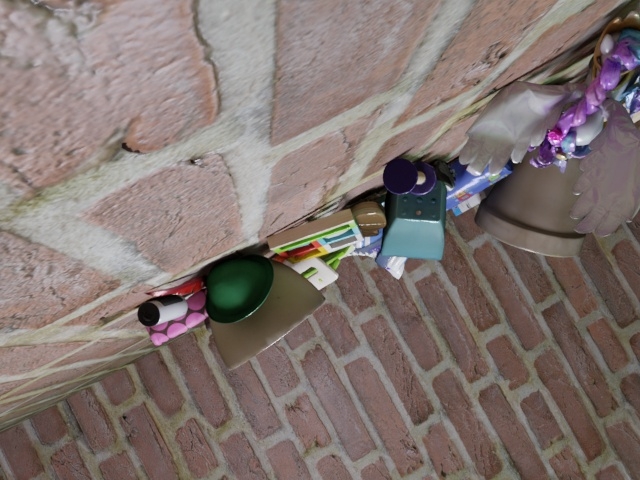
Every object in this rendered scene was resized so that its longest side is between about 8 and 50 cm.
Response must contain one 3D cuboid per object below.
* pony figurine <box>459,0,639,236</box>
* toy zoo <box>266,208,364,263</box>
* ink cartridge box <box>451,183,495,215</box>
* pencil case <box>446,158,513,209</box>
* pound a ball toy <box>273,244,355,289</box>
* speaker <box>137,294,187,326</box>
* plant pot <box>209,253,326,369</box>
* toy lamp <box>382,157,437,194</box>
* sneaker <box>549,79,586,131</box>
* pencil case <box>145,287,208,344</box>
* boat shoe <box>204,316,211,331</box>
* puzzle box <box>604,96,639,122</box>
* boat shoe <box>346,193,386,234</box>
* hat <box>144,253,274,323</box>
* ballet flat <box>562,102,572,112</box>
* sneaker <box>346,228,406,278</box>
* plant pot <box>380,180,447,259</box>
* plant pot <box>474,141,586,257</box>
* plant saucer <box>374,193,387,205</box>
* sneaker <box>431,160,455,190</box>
[{"bbox_3d":[0.457,-0.216,1.070,0.351,0.303,0.363,-63,162,13],"label":"pony figurine"},{"bbox_3d":[0.000,0.000,1.436,0.192,0.030,0.293,-19,168,5],"label":"toy zoo"},{"bbox_3d":[0.496,-0.188,2.048,0.086,0.148,0.203,-25,175,-23],"label":"ink cartridge box"},{"bbox_3d":[0.410,-0.180,1.808,0.306,0.133,0.119,-32,138,33],"label":"pencil case"},{"bbox_3d":[-0.036,0.044,1.752,0.319,0.136,0.208,-34,-162,52],"label":"pound a ball toy"},{"bbox_3d":[-0.346,0.153,1.348,0.055,0.055,0.136,-30,175,13],"label":"speaker"},{"bbox_3d":[-0.157,0.147,1.460,0.284,0.191,0.284,-36,180,0],"label":"plant pot"},{"bbox_3d":[0.197,-0.134,1.310,0.080,0.080,0.275,-30,173,20],"label":"toy lamp"},{"bbox_3d":[0.648,-0.324,1.631,0.262,0.121,0.099,-30,175,17],"label":"sneaker"},{"bbox_3d":[-0.339,0.185,1.565,0.209,0.095,0.098,-26,-160,-3],"label":"pencil case"},{"bbox_3d":[-0.214,0.162,1.802,0.132,0.130,0.355,-27,178,39],"label":"boat shoe"},{"bbox_3d":[0.693,-0.350,1.368,0.272,0.052,0.409,-54,178,-7],"label":"puzzle box"},{"bbox_3d":[0.110,-0.068,1.569,0.104,0.089,0.285,-2,172,-1],"label":"boat shoe"},{"bbox_3d":[-0.215,0.059,1.265,0.173,0.183,0.208,-18,-137,20],"label":"hat"},{"bbox_3d":[0.506,-0.314,1.358,0.084,0.058,0.250,12,-164,35],"label":"ballet flat"},{"bbox_3d":[0.154,0.039,1.947,0.323,0.236,0.130,-30,175,11],"label":"sneaker"},{"bbox_3d":[0.244,-0.063,1.556,0.166,0.165,0.234,5,164,5],"label":"plant pot"},{"bbox_3d":[0.651,-0.141,1.806,0.323,0.323,0.280,-22,131,-54],"label":"plant pot"},{"bbox_3d":[0.161,-0.104,1.759,0.119,0.021,0.119,-28,176,-2],"label":"plant saucer"},{"bbox_3d":[0.290,-0.150,1.654,0.132,0.086,0.229,-28,177,19],"label":"sneaker"}]
